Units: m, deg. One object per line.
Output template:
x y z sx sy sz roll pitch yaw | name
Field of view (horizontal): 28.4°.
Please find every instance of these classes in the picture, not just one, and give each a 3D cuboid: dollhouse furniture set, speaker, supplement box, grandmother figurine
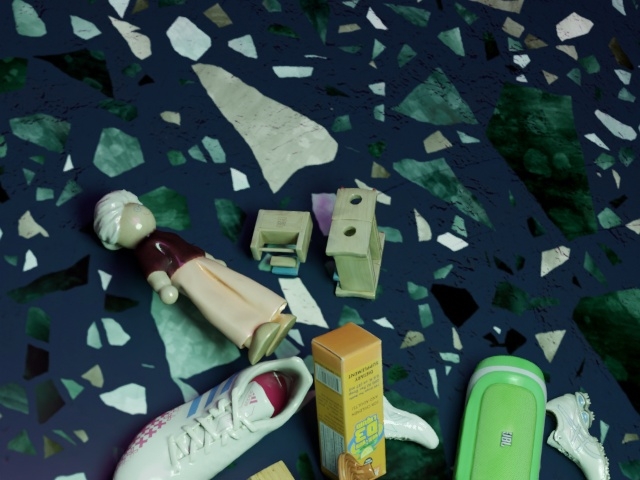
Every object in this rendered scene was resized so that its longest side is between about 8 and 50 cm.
0.000 0.000 2.031 0.184 0.129 0.129 3 55 12 | dollhouse furniture set
0.273 0.329 1.935 0.131 0.131 0.296 21 55 -12 | speaker
0.043 0.241 1.825 0.078 0.233 0.080 -23 34 -32 | supplement box
-0.196 0.043 1.886 0.342 0.208 0.104 37 97 10 | grandmother figurine

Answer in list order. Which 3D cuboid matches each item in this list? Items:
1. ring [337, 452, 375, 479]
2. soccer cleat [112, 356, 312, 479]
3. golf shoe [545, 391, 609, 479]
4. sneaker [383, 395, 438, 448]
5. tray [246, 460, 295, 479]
0.107 0.436 1.700 0.032 0.336 0.336 -25 70 5 | ring
-0.148 0.259 1.770 0.331 0.143 0.116 -35 88 -35 | soccer cleat
0.409 0.334 2.043 0.086 0.069 0.176 -11 61 -7 | golf shoe
0.109 0.284 1.939 0.152 0.053 0.061 31 63 3 | sneaker
-0.012 0.513 1.647 0.076 0.203 0.411 -17 69 -50 | tray
